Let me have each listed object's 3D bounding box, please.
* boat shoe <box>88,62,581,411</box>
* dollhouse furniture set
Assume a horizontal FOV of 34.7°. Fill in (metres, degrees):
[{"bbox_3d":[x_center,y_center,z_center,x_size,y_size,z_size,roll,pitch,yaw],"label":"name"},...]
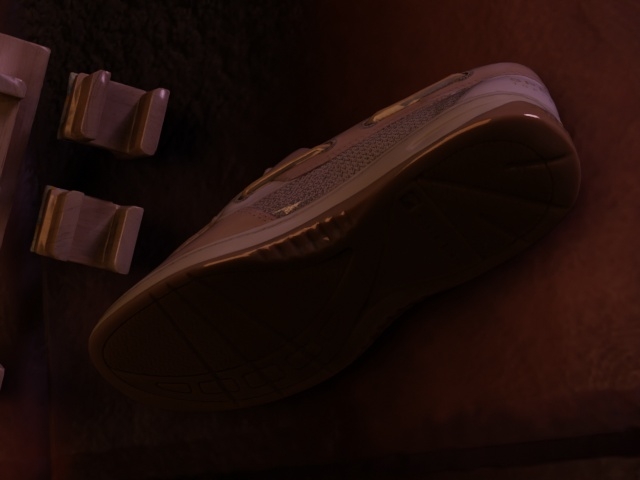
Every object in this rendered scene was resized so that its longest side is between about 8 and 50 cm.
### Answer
[{"bbox_3d":[0.000,0.000,0.585,0.302,0.109,0.098,-31,29,20],"label":"boat shoe"},{"bbox_3d":[-0.242,-0.014,0.654,0.161,0.212,0.242,5,81,65],"label":"dollhouse furniture set"}]
